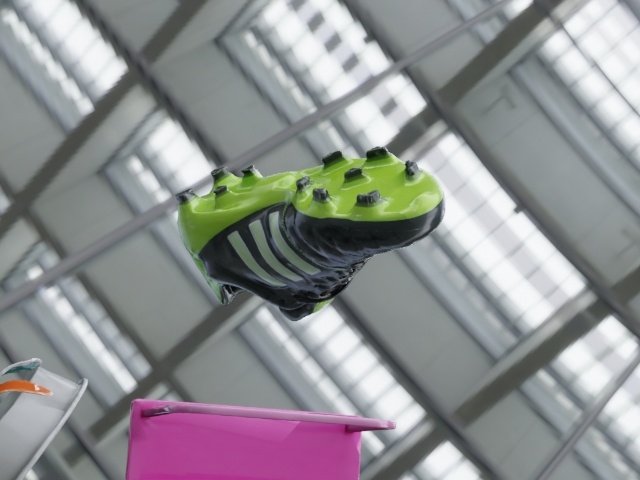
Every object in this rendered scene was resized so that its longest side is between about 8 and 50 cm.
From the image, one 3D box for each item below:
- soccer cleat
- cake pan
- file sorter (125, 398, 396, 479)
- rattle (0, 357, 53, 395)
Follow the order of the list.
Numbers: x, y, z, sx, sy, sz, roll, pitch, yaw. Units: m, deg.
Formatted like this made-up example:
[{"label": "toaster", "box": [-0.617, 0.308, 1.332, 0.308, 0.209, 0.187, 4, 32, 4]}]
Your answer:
[{"label": "soccer cleat", "box": [0.000, 0.000, 0.796, 0.179, 0.060, 0.072, -1, -63, 52]}, {"label": "cake pan", "box": [-0.355, 0.244, 1.790, 0.054, 0.293, 0.293, 40, -54, -8]}, {"label": "file sorter", "box": [-0.054, 0.278, 1.391, 0.202, 0.182, 0.291, 6, -98, -13]}, {"label": "rattle", "box": [-0.360, 0.136, 1.540, 0.199, 0.130, 0.143, -30, -72, 27]}]
